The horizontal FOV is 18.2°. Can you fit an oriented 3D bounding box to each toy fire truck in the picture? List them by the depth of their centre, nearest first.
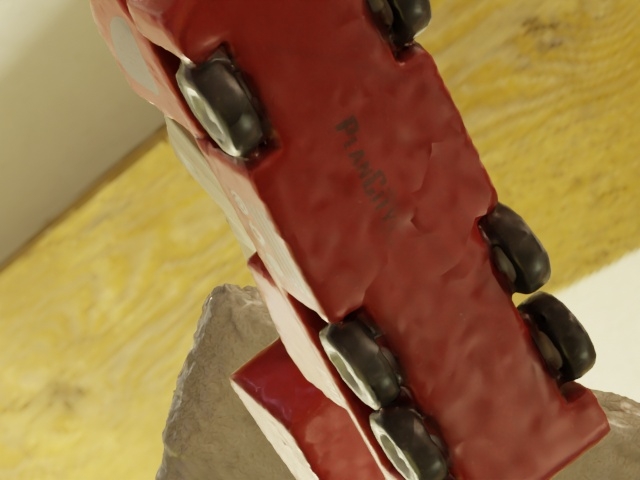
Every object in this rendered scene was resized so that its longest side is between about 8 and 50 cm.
[{"bbox_3d":[0.000,0.000,0.446,0.135,0.047,0.192,34,-24,58],"label":"toy fire truck"}]

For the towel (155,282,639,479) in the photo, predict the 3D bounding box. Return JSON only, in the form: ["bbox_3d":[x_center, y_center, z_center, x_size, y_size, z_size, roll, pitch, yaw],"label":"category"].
[{"bbox_3d":[0.056,0.140,0.907,0.282,0.049,0.187,18,-80,-4],"label":"towel"}]
